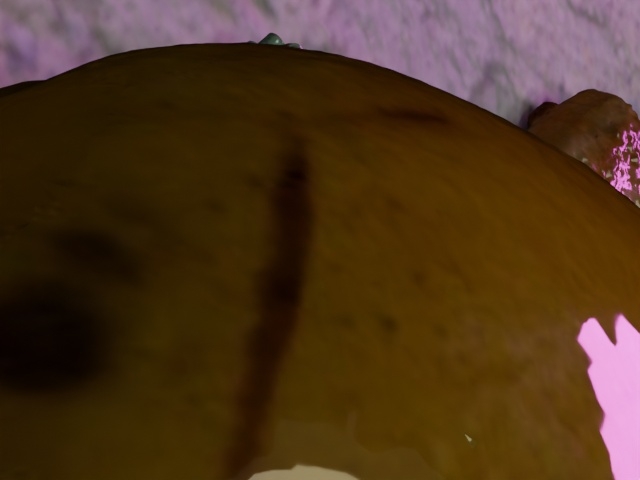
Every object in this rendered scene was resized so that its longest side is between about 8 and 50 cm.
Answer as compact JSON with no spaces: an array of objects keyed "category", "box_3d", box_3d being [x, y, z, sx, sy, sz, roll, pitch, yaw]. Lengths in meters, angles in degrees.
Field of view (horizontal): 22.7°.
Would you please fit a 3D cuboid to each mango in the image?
[{"category":"mango","box_3d":[0.037,0.094,0.496,0.445,0.220,0.301,16,49,-39]}]

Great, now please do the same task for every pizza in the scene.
[{"category":"pizza","box_3d":[0.123,0.022,0.751,0.161,0.062,0.182,38,56,-34]}]

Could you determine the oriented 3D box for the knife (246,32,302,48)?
[{"category":"knife","box_3d":[-0.002,-0.001,0.628,0.078,0.023,0.166,-48,125,-22]}]
